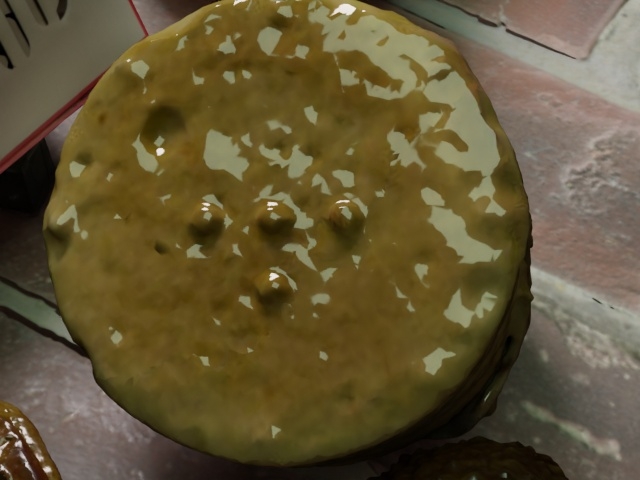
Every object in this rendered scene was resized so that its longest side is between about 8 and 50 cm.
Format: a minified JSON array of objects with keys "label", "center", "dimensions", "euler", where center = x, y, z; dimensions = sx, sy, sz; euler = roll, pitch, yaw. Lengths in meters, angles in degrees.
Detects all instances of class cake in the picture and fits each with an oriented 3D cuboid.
[{"label":"cake","center":[-0.002,0.009,0.955],"dimensions":[0.333,0.321,0.332],"euler":[-2,80,11]}]

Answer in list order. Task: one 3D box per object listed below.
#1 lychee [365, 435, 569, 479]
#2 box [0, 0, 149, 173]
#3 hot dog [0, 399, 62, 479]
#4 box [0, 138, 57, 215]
[{"label":"lychee","center":[0.104,0.226,0.851],"dimensions":[0.238,0.200,0.200],"euler":[-13,55,-7]},{"label":"box","center":[-0.375,-0.199,1.008],"dimensions":[0.312,0.314,0.300],"euler":[8,44,40]},{"label":"hot dog","center":[-0.252,0.204,0.906],"dimensions":[0.161,0.099,0.227],"euler":[-30,63,-22]},{"label":"box","center":[-0.277,-0.068,1.127],"dimensions":[0.085,0.063,0.060],"euler":[14,51,8]}]
